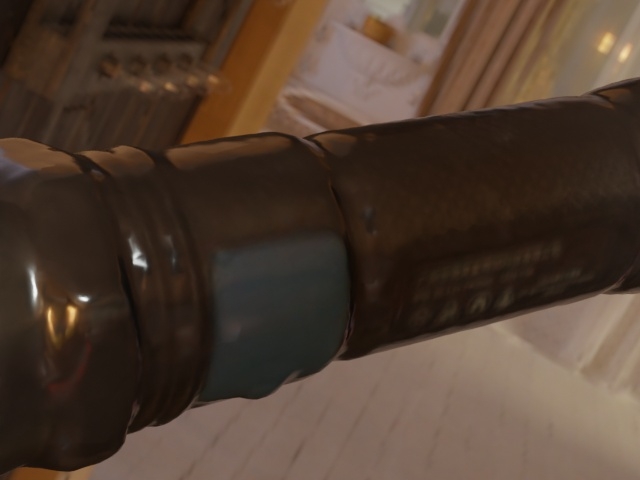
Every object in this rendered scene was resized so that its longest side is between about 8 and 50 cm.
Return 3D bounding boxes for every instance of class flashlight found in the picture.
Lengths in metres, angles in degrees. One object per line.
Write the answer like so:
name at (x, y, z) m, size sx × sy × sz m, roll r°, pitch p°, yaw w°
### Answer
flashlight at (0.000, 0.000, 0.462) m, size 0.424 × 0.103 × 0.103 m, roll -12°, pitch 34°, yaw -34°
